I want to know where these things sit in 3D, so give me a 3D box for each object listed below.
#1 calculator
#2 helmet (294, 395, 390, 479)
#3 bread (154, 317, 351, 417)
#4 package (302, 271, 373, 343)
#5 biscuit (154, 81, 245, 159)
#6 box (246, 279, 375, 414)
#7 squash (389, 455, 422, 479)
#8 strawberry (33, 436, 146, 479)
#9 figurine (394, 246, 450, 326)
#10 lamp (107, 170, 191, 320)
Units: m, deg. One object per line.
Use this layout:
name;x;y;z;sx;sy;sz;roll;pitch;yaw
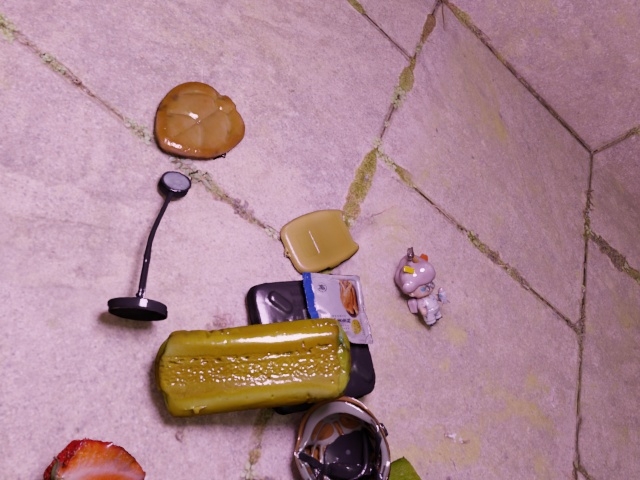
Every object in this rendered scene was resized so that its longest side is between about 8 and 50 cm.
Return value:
calculator;0.000;0.000;1.479;0.236;0.033;0.157;-22;84;-41
helmet;0.054;0.445;1.218;0.130;0.198;0.224;64;6;-61
bread;-0.127;0.246;1.150;0.384;0.112;0.166;-3;86;-15
package;0.040;0.156;1.337;0.173;0.027;0.171;7;63;-39
biscuit;-0.287;-0.281;1.385;0.203;0.041;0.260;50;46;-8
box;-0.016;0.227;1.325;0.289;0.073;0.290;0;68;-38
squash;0.088;0.579;1.258;0.289;0.203;0.111;-27;84;-10
strawberry;-0.376;0.391;0.957;0.187;0.082;0.146;15;81;-49
figurine;0.269;0.121;1.586;0.137;0.112;0.229;-30;102;-35
lamp;-0.347;0.012;1.196;0.130;0.108;0.371;11;46;-21
